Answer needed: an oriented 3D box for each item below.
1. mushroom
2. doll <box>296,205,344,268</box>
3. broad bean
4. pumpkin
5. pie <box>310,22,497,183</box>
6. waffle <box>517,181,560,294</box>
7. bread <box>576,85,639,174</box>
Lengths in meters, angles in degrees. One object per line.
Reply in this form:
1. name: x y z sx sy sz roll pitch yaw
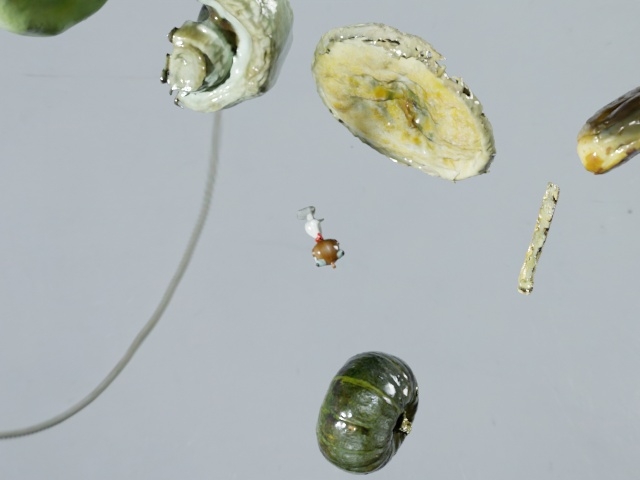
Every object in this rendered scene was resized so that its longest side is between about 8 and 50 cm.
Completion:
1. mushroom: -0.122 -0.303 1.684 0.164 0.190 0.267 21 125 7
2. doll: 0.000 -0.004 1.460 0.040 0.058 0.085 -20 91 -10
3. broad bean: -0.364 -0.348 1.503 0.100 0.228 0.169 16 93 37
4. pumpkin: 0.083 0.295 1.940 0.157 0.223 0.224 19 95 21
5. pie: 0.098 -0.166 1.381 0.274 0.274 0.055 36 73 -1
6. waffle: 0.307 -0.004 1.599 0.023 0.097 0.153 18 100 6
7. bread: 0.509 -0.195 1.749 0.210 0.235 0.099 -31 86 37
